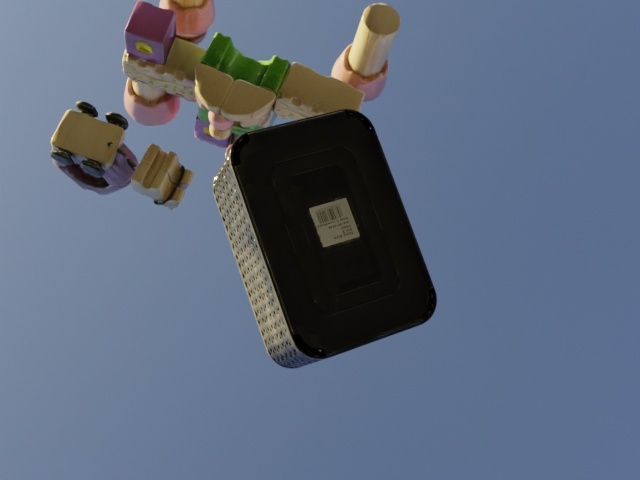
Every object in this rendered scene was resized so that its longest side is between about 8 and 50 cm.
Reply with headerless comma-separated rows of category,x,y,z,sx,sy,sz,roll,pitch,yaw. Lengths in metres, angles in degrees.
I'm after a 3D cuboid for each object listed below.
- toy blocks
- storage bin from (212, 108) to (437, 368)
toy blocks,-0.100,-0.122,0.920,0.289,0.260,0.308,21,-113,-2
storage bin,0.000,0.000,0.649,0.122,0.084,0.180,-17,-97,-20
